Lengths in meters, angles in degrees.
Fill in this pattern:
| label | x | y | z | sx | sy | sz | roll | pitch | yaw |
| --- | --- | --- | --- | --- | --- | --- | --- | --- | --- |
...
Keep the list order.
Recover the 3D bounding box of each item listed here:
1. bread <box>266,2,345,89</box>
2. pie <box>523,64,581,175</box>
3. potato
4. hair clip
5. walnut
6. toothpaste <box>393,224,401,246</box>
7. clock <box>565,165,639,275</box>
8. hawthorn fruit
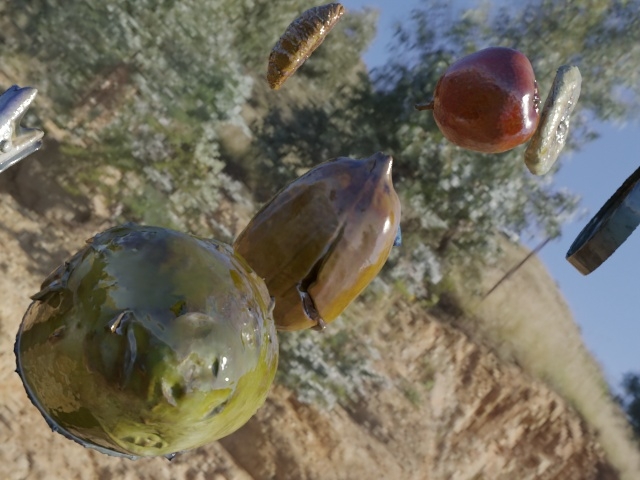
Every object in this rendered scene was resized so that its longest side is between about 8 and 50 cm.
| label | x | y | z | sx | sy | sz | roll | pitch | yaw |
| --- | --- | --- | --- | --- | --- | --- | --- | --- | --- |
| bread | -0.045 | -0.429 | 1.896 | 0.076 | 0.233 | 0.105 | 44 | 12 | -1 |
| pie | 0.440 | -0.225 | 1.691 | 0.052 | 0.185 | 0.218 | 25 | -57 | 21 |
| potato | -0.135 | 0.093 | 0.924 | 0.196 | 0.299 | 0.247 | -26 | -95 | 38 |
| hair clip | -0.352 | -0.032 | 0.777 | 0.106 | 0.292 | 0.085 | 12 | -37 | 29 |
| walnut | 0.000 | 0.000 | 1.313 | 0.209 | 0.336 | 0.209 | 31 | 26 | -17 |
| toothpaste | 0.155 | -0.029 | 1.868 | 0.020 | 0.017 | 0.083 | -6 | -91 | 58 |
| clock | 0.471 | -0.038 | 1.404 | 0.042 | 0.215 | 0.215 | 39 | -10 | 7 |
| hawthorn fruit | 0.279 | -0.249 | 1.587 | 0.225 | 0.197 | 0.196 | -3 | -28 | 15 |
